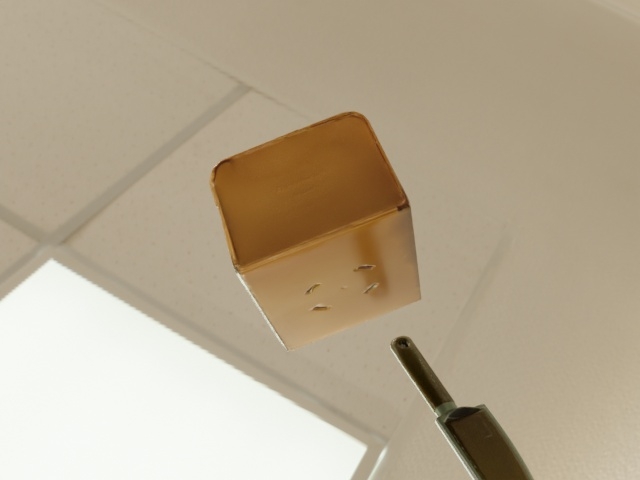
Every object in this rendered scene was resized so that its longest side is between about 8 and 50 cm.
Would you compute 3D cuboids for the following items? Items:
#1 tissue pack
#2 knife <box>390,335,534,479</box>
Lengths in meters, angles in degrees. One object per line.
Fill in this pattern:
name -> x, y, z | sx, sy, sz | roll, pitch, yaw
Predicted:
tissue pack -> 0.000, 0.000, 0.975 | 0.194, 0.274, 0.145 | -23, -117, -2
knife -> 0.163, 0.201, 0.929 | 0.061, 0.027, 0.343 | -18, -148, -9
